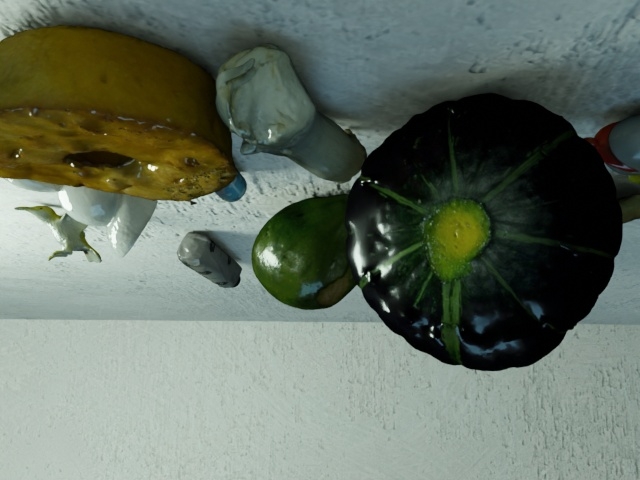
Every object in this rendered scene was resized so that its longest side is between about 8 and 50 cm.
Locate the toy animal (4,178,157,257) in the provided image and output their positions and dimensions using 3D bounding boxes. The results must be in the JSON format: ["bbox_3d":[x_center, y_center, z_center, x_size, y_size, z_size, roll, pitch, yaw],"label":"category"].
[{"bbox_3d":[-0.338,-0.084,0.902,0.221,0.130,0.103,32,-169,-15],"label":"toy animal"}]

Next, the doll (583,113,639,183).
[{"bbox_3d":[0.420,-0.109,0.742,0.245,0.076,0.142,-3,165,-2],"label":"doll"}]

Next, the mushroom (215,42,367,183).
[{"bbox_3d":[-0.026,-0.124,0.691,0.096,0.099,0.278,7,174,22],"label":"mushroom"}]

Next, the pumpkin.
[{"bbox_3d":[0.181,-0.012,0.733,0.296,0.295,0.296,1,166,0],"label":"pumpkin"}]

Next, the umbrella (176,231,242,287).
[{"bbox_3d":[-0.232,0.053,1.425,0.067,0.073,0.337,31,172,13],"label":"umbrella"}]

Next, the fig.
[{"bbox_3d":[0.000,0.000,1.061,0.195,0.195,0.244,9,128,-30],"label":"fig"}]

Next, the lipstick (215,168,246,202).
[{"bbox_3d":[-0.142,-0.096,0.880,0.048,0.048,0.158,-1,166,9],"label":"lipstick"}]

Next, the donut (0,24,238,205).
[{"bbox_3d":[-0.223,-0.120,0.669,0.278,0.108,0.277,0,166,0],"label":"donut"}]

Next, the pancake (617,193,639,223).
[{"bbox_3d":[0.385,-0.010,1.045,0.295,0.049,0.294,-19,176,-1],"label":"pancake"}]

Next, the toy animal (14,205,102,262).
[{"bbox_3d":[-0.455,-0.014,1.138,0.155,0.095,0.219,7,164,-38],"label":"toy animal"}]
